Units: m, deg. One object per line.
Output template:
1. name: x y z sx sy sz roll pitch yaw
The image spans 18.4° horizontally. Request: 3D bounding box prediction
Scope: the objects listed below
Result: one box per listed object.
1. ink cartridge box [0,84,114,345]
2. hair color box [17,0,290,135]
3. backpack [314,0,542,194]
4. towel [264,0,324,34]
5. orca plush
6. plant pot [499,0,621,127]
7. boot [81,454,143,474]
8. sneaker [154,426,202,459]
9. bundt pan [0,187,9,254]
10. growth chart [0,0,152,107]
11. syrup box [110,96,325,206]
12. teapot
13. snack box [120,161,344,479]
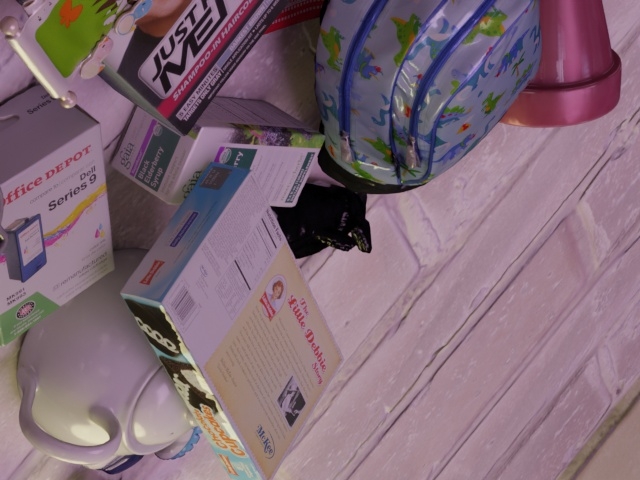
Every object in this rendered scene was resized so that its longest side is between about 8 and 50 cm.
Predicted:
1. ink cartridge box: -0.292 -0.025 1.931 0.154 0.093 0.212 -36 145 -31
2. hair color box: -0.181 -0.261 1.826 0.185 0.113 0.374 -53 151 -4
3. backpack: 0.119 -0.217 2.191 0.290 0.273 0.355 -44 147 -15
4. towel: -0.025 -0.337 2.075 0.199 0.031 0.275 -23 139 -44
5. orca plush: 0.000 0.000 2.400 0.151 0.102 0.287 -60 152 9
6. plant pot: 0.279 -0.262 2.480 0.201 0.201 0.180 -28 126 -41
7. boot: -0.204 0.203 2.332 0.190 0.069 0.086 -37 158 5
8. sneaker: -0.173 0.178 2.379 0.083 0.071 0.191 6 113 -44
9. bundt pan: -0.439 0.027 1.726 0.331 0.124 0.331 -39 149 -29
10. growth chart: -0.182 -0.233 1.714 0.237 0.021 0.172 -53 153 -1
11. syrup box: -0.108 -0.097 2.134 0.237 0.096 0.093 -1 119 -58
12. teapot: -0.198 0.145 2.162 0.256 0.187 0.252 -51 152 -6
13. snack box: -0.085 0.094 2.092 0.187 0.060 0.322 -57 142 -30
